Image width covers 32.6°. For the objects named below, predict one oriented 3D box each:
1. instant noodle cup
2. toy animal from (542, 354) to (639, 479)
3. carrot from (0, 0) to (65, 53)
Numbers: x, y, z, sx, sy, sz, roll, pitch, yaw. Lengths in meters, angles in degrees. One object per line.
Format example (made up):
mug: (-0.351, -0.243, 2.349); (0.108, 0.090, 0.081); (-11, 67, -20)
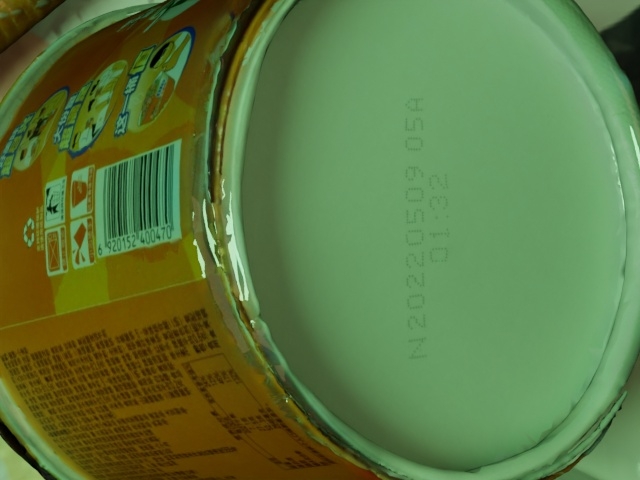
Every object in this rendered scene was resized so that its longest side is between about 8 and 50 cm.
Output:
instant noodle cup: (0.000, 0.000, 0.505); (0.296, 0.214, 0.296); (5, 80, -32)
toy animal: (0.270, 0.022, 0.627); (0.367, 0.196, 0.241); (-43, 95, -12)
carrot: (-0.205, -0.084, 0.561); (0.256, 0.061, 0.061); (-40, 96, -9)
